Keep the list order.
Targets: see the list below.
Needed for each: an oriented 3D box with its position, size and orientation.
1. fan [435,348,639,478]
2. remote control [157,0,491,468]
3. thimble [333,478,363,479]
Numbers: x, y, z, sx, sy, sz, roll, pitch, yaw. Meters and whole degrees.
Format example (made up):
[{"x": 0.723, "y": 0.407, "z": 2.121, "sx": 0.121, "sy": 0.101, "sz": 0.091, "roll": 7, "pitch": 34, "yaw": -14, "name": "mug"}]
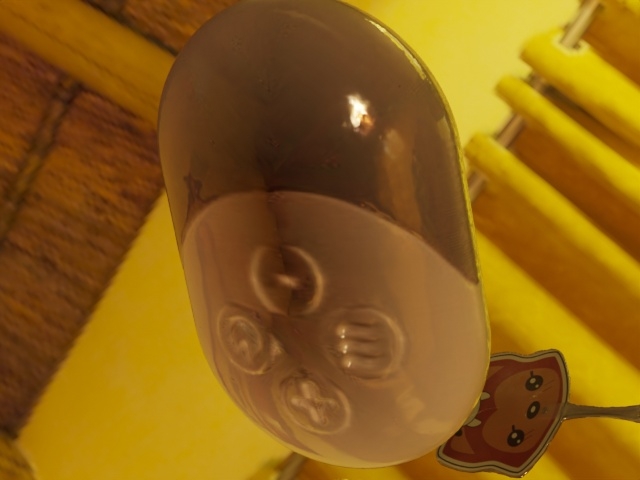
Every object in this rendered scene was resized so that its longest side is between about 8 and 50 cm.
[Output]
[{"x": 0.197, "y": 0.152, "z": 1.323, "sx": 0.009, "sy": 0.220, "sz": 0.132, "roll": 42, "pitch": -122, "yaw": -36, "name": "fan"}, {"x": 0.000, "y": 0.000, "z": 0.980, "sx": 0.103, "sy": 0.221, "sz": 0.332, "roll": -36, "pitch": -60, "yaw": -56, "name": "remote control"}, {"x": 0.068, "y": 0.320, "z": 1.569, "sx": 0.190, "sy": 0.143, "sz": 0.137, "roll": 49, "pitch": -133, "yaw": -61, "name": "thimble"}]
